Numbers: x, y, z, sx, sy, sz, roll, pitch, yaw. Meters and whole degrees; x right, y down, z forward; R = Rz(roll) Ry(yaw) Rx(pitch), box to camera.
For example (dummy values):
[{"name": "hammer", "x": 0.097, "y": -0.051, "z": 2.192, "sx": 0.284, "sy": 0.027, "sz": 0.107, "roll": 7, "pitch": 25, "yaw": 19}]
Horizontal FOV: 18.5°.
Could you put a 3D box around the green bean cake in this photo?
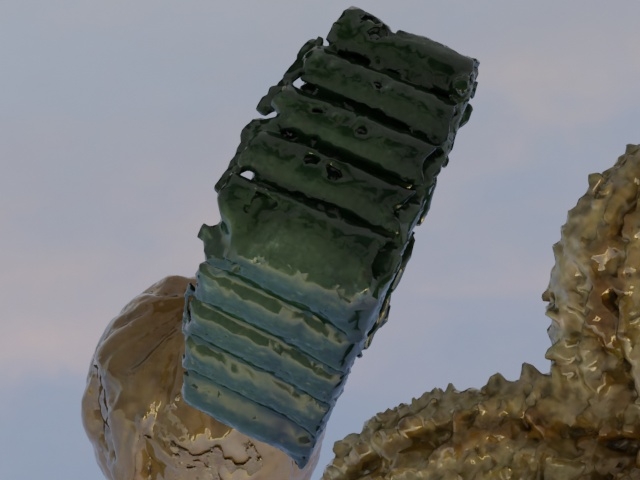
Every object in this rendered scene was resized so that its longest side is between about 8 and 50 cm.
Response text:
[{"name": "green bean cake", "x": 0.000, "y": 0.000, "z": 1.102, "sx": 0.107, "sy": 0.208, "sz": 0.193, "roll": 21, "pitch": -128, "yaw": 5}]

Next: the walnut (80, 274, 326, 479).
[{"name": "walnut", "x": -0.090, "y": 0.131, "z": 1.519, "sx": 0.198, "sy": 0.245, "sz": 0.198, "roll": 0, "pitch": -133, "yaw": 0}]

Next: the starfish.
[{"name": "starfish", "x": 0.084, "y": 0.070, "z": 0.519, "sx": 0.238, "sy": 0.071, "sz": 0.216, "roll": -12, "pitch": -118, "yaw": 38}]
